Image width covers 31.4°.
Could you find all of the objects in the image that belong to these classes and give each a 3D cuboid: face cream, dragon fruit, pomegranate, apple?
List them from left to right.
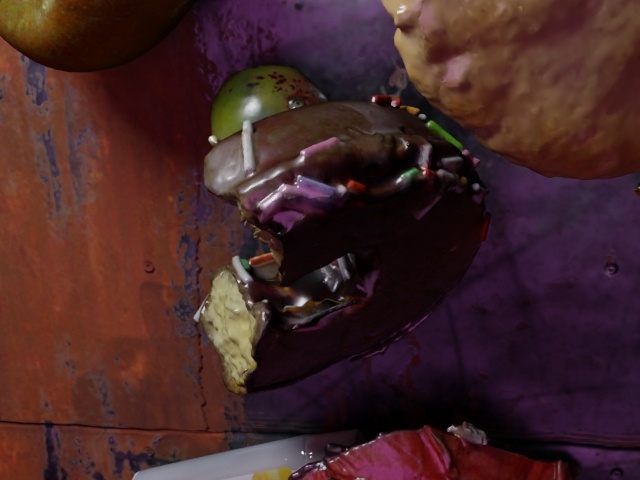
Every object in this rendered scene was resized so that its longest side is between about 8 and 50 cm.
[{"bbox_3d":[-0.196,-0.270,1.011,0.237,0.207,0.237,14,119,26],"label":"apple"},{"bbox_3d":[-0.071,0.271,1.250,0.269,0.073,0.107,-12,121,14],"label":"face cream"},{"bbox_3d":[-0.044,-0.107,1.082,0.130,0.130,0.130,4,111,10],"label":"pomegranate"},{"bbox_3d":[0.077,0.320,1.183,0.282,0.100,0.343,27,119,-23],"label":"dragon fruit"}]

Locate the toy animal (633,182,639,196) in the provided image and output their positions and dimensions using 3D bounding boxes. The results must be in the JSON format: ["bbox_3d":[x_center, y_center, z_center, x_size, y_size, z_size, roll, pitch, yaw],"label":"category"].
[{"bbox_3d":[0.351,-0.092,1.026,0.255,0.114,0.116,28,76,-5],"label":"toy animal"}]

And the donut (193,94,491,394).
[{"bbox_3d":[0.020,-0.005,1.031,0.259,0.136,0.345,-21,151,-18],"label":"donut"}]

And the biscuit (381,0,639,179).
[{"bbox_3d":[0.244,-0.259,0.844,0.446,0.104,0.429,-26,118,-11],"label":"biscuit"}]
